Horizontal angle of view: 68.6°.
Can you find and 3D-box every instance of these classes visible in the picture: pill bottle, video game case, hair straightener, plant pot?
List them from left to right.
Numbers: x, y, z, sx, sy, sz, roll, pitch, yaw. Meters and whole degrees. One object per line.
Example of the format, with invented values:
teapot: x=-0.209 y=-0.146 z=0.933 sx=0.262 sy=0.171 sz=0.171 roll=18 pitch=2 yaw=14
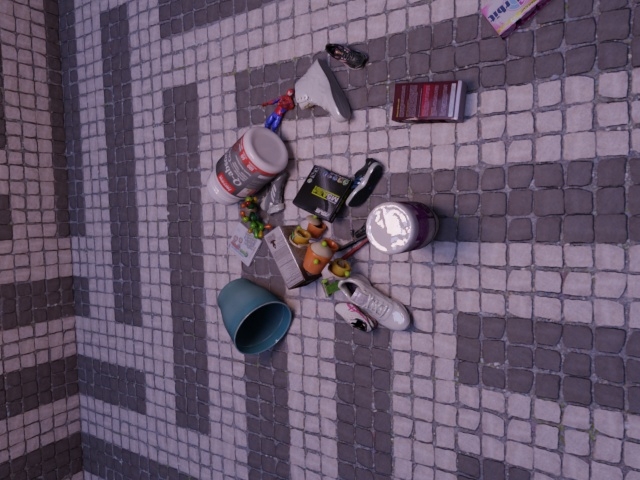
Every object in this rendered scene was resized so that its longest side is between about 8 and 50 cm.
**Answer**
video game case: x=-0.348 y=0.016 z=2.145 sx=0.157 sy=0.019 sz=0.143 roll=39 pitch=113 yaw=24
pill bottle: x=-0.317 y=-0.299 z=1.973 sx=0.362 sy=0.210 sz=0.210 roll=-32 pitch=76 yaw=42
plant pot: x=-0.306 y=0.303 z=2.013 sx=0.255 sy=0.271 sz=0.272 roll=40 pitch=114 yaw=41
hair straightener: x=0.138 y=-0.012 z=1.812 sx=0.230 sy=0.047 sz=0.089 roll=-40 pitch=72 yaw=34
pill bottle: x=0.288 y=-0.047 z=1.565 sx=0.169 sy=0.301 sz=0.170 roll=3 pitch=96 yaw=32

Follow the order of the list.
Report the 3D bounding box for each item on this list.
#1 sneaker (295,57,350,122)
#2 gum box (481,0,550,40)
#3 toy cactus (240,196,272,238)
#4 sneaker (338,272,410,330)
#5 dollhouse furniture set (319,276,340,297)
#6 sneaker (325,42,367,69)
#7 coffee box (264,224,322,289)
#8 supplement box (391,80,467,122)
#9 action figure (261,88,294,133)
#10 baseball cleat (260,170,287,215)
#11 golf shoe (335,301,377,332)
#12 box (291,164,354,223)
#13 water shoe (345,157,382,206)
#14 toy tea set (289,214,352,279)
sneaker: x=0.001 y=-0.545 z=1.838 sx=0.169 sy=0.108 sz=0.293 roll=-35 pitch=65 yaw=31
gum box: x=0.611 y=-0.733 z=1.449 sx=0.188 sy=0.062 sz=0.107 roll=-38 pitch=74 yaw=29
toy cactus: x=-0.288 y=-0.118 z=2.033 sx=0.112 sy=0.219 sz=0.181 roll=-20 pitch=40 yaw=2
sneaker: x=0.188 y=0.238 z=1.740 sx=0.305 sy=0.152 sz=0.114 roll=35 pitch=106 yaw=24
dollhouse furniture set: x=0.041 y=0.183 z=1.867 sx=0.058 sy=0.152 sz=0.076 roll=-21 pitch=86 yaw=-8
sneaker: x=0.088 y=-0.700 z=1.779 sx=0.178 sy=0.077 sz=0.072 roll=27 pitch=109 yaw=27
coffee box: x=-0.111 y=0.066 z=1.927 sx=0.098 sy=0.141 sz=0.247 roll=-33 pitch=77 yaw=30
supplement box: x=0.372 y=-0.474 z=1.616 sx=0.239 sy=0.073 sz=0.131 roll=9 pitch=98 yaw=31
action figure: x=-0.207 y=-0.515 z=1.952 sx=0.091 sy=0.139 sz=0.280 roll=45 pitch=113 yaw=21
baseball cleat: x=-0.177 y=-0.195 z=2.001 sx=0.109 sy=0.072 sz=0.206 roll=44 pitch=123 yaw=14
golf shoe: x=0.128 y=0.295 z=1.823 sx=0.186 sy=0.086 sz=0.068 roll=25 pitch=108 yaw=30
box: x=0.010 y=-0.185 z=1.847 sx=0.190 sy=0.045 sz=0.184 roll=28 pitch=81 yaw=28
water shoe: x=0.158 y=-0.219 z=1.786 sx=0.203 sy=0.072 sz=0.080 roll=-53 pitch=45 yaw=20
toy tea set: x=0.000 y=0.000 z=1.780 sx=0.124 sy=0.199 sz=0.336 roll=-63 pitch=39 yaw=29
